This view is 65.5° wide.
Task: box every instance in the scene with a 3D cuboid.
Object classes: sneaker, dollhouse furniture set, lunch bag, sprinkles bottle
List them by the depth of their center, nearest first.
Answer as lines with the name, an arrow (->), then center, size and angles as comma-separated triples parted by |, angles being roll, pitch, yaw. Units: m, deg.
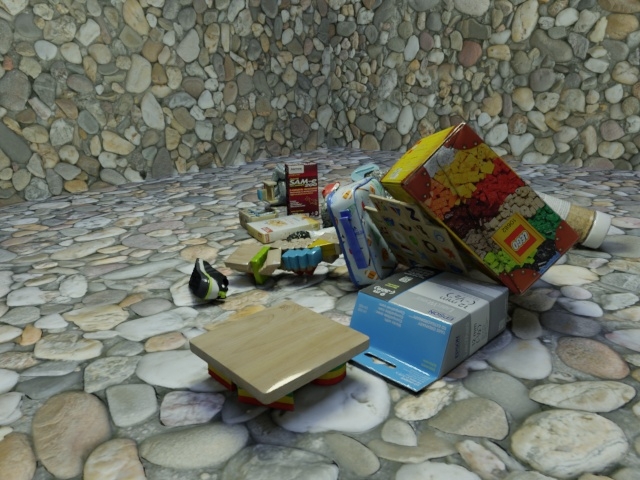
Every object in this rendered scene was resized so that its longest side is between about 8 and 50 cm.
sneaker -> -0.315, 0.120, 1.424 | 0.097, 0.084, 0.235 | 16, 12, -23
lunch bag -> 0.124, -0.031, 1.425 | 0.115, 0.303, 0.243 | -14, 12, 30
sprinkles bottle -> 0.766, -0.090, 1.669 | 0.356, 0.121, 0.121 | 22, 25, 14
sneaker -> 0.000, 0.000, 1.735 | 0.238, 0.085, 0.086 | -6, -8, -2
dollhouse furniture set -> -0.256, -0.148, 2.030 | 0.130, 0.183, 0.129 | -12, 20, -26

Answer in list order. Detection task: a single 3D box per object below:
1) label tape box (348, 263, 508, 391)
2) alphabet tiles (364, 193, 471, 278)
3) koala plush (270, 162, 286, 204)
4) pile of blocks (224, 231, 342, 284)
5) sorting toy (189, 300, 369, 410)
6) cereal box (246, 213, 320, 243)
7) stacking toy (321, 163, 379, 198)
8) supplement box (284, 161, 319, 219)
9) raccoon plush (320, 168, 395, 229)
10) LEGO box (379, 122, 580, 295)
label tape box -> 0.217, 0.172, 1.103 | 0.348, 0.115, 0.249 | -16, 23, -41
alphabet tiles -> 0.254, 0.020, 1.278 | 0.011, 0.342, 0.285 | -46, 34, -16
koala plush -> -0.121, -0.232, 2.352 | 0.222, 0.203, 0.196 | 22, 9, 6
pile of blocks -> -0.093, 0.073, 1.475 | 0.363, 0.112, 0.148 | -8, 30, 6
sorting toy -> -0.080, 0.233, 0.986 | 0.257, 0.089, 0.256 | -17, 23, -40
cereal box -> -0.145, -0.050, 1.934 | 0.240, 0.047, 0.173 | -12, 20, -27
stacking toy -> 0.177, -0.213, 2.103 | 0.309, 0.130, 0.280 | -38, 37, -21
supplement box -> -0.077, -0.206, 2.096 | 0.131, 0.239, 0.073 | -7, 19, -13
raccoon plush -> 0.207, -0.099, 1.783 | 0.447, 0.215, 0.299 | 15, 40, 42
LEGO box -> 0.377, -0.095, 1.329 | 0.193, 0.372, 0.500 | -47, 5, 5
